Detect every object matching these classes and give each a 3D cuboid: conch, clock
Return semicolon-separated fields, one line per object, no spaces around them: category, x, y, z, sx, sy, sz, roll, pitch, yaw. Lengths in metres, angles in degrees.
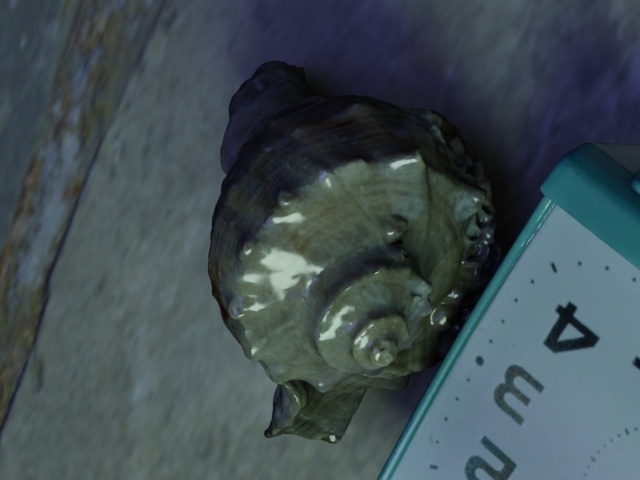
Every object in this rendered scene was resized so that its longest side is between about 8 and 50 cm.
conch;0.000;0.000;0.878;0.178;0.163;0.245;-60;31;23
clock;0.177;0.115;0.799;0.262;0.116;0.231;41;119;25
